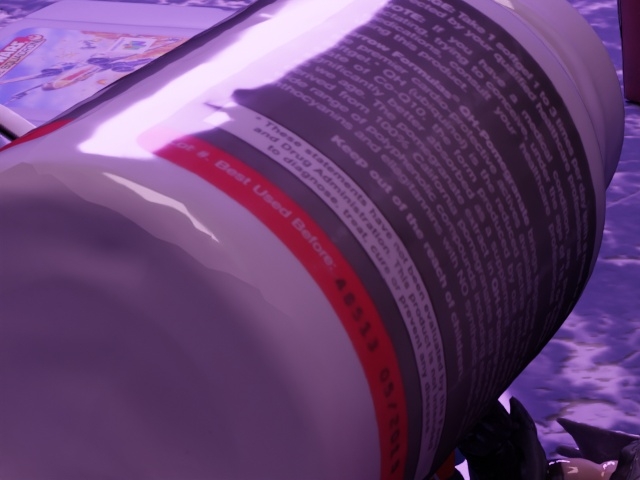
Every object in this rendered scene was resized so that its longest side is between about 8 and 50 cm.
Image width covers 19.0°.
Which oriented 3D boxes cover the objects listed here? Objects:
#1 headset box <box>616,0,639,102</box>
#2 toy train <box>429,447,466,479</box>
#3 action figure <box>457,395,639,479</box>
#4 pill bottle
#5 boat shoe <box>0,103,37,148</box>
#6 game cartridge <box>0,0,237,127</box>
[{"bbox_3d":[0.344,-0.147,1.201,0.218,0.110,0.293,-30,36,-34],"label":"headset box"},{"bbox_3d":[-0.025,0.090,0.818,0.166,0.046,0.125,-18,29,-31],"label":"toy train"},{"bbox_3d":[0.107,0.117,0.695,0.185,0.099,0.285,3,18,41],"label":"action figure"},{"bbox_3d":[0.000,0.000,0.703,0.176,0.176,0.318,11,27,25],"label":"pill bottle"},{"bbox_3d":[-0.158,0.009,0.914,0.099,0.116,0.319,-34,28,-26],"label":"boat shoe"},{"bbox_3d":[-0.141,-0.084,1.196,0.198,0.062,0.297,9,27,13],"label":"game cartridge"}]
